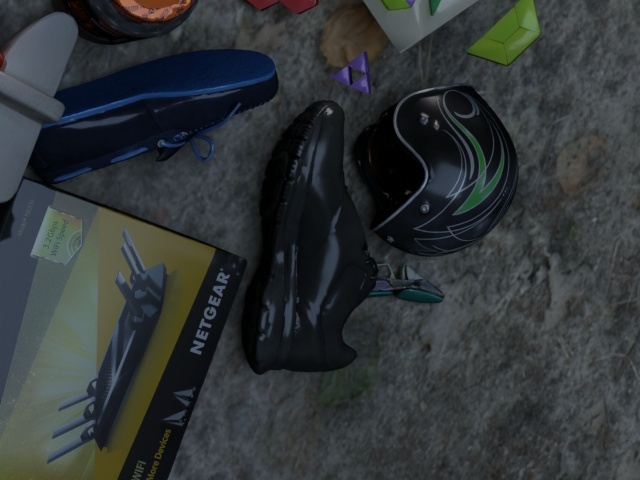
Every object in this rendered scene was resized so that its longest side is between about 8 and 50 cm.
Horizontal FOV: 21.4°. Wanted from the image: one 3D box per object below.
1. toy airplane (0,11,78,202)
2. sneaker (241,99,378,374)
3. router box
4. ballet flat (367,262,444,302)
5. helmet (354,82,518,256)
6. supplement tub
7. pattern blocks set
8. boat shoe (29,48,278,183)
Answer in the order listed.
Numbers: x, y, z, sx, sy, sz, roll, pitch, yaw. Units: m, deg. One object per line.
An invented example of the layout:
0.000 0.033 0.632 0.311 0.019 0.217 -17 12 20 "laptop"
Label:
-0.410 -0.187 1.506 0.386 0.272 0.384 -37 127 -46 "toy airplane"
0.000 0.000 1.729 0.130 0.109 0.286 8 100 -14 "sneaker"
-0.240 0.118 1.653 0.243 0.081 0.309 20 89 -21 "router box"
0.080 0.044 1.802 0.114 0.041 0.041 4 92 -22 "ballet flat"
0.122 -0.066 1.744 0.169 0.169 0.162 -15 82 -19 "helmet"
-0.182 -0.247 1.601 0.117 0.190 0.117 -1 93 -21 "supplement tub"
0.108 -0.294 1.700 0.285 0.026 0.325 41 97 5 "pattern blocks set"
-0.166 -0.123 1.674 0.258 0.109 0.089 -12 122 -1 "boat shoe"
